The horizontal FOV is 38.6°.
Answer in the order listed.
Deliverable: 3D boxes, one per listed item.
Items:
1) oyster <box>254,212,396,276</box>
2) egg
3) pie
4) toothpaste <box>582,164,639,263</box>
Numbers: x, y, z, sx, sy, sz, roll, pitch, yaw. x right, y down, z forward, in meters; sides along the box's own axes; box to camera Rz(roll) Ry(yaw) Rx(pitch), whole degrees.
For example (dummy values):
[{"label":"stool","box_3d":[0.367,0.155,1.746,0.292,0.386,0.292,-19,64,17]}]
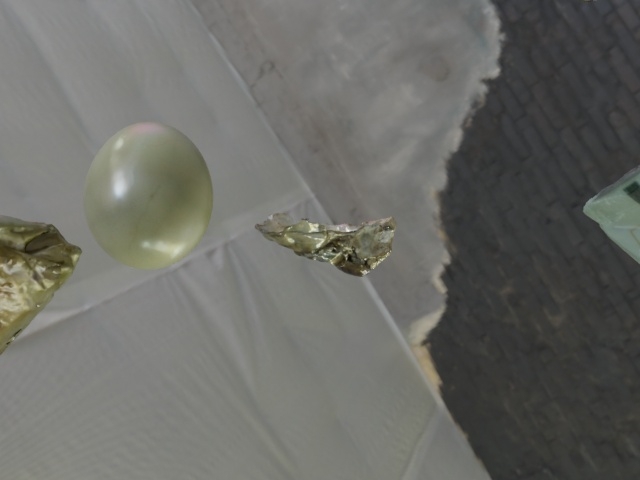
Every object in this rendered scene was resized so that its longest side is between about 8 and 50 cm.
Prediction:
[{"label":"oyster","box_3d":[0.012,0.003,1.516,0.232,0.108,0.161,2,-168,-17]},{"label":"egg","box_3d":[-0.249,-0.069,1.328,0.186,0.186,0.242,39,-144,-41]},{"label":"pie","box_3d":[-0.258,0.070,0.539,0.128,0.282,0.068,15,-139,-54]},{"label":"toothpaste","box_3d":[0.232,0.052,0.427,0.255,0.067,0.037,40,-127,-7]}]
